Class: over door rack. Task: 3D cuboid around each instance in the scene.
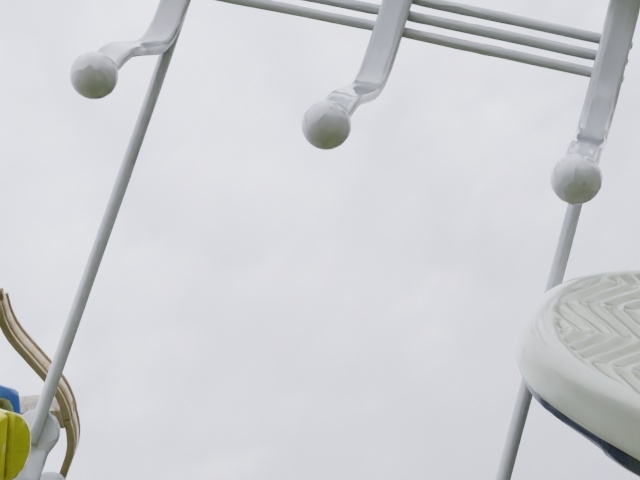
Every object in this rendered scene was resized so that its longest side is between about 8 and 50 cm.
[{"bbox_3d":[0.000,0.000,0.825,0.239,0.324,0.108,13,-6,13],"label":"over door rack"}]

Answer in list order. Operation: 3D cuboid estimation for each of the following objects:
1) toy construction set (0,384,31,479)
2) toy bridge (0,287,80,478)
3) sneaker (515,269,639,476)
[{"bbox_3d":[-0.185,0.219,0.722,0.151,0.328,0.215,-7,1,31],"label":"toy construction set"},{"bbox_3d":[-0.197,0.116,1.244,0.063,0.026,0.188,-4,-65,10],"label":"toy bridge"},{"bbox_3d":[0.231,0.139,0.773,0.131,0.350,0.148,-48,-20,-50],"label":"sneaker"}]
